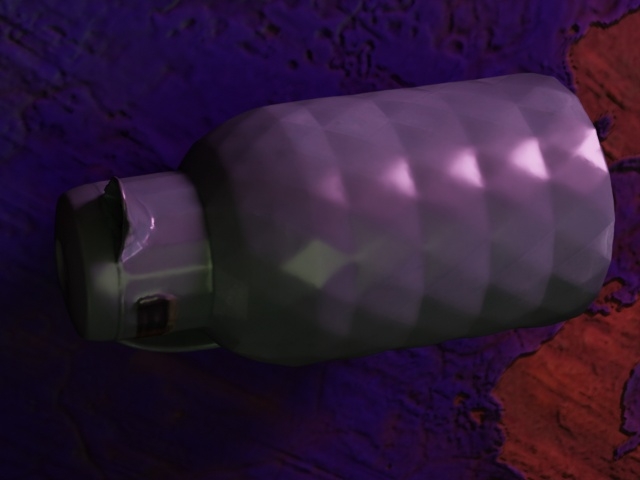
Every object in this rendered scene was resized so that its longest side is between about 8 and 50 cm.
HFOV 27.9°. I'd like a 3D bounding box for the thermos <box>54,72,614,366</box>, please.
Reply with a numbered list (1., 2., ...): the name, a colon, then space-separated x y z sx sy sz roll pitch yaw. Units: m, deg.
1. thermos: 0.000 0.000 0.705 0.287 0.144 0.182 -9 154 -18
